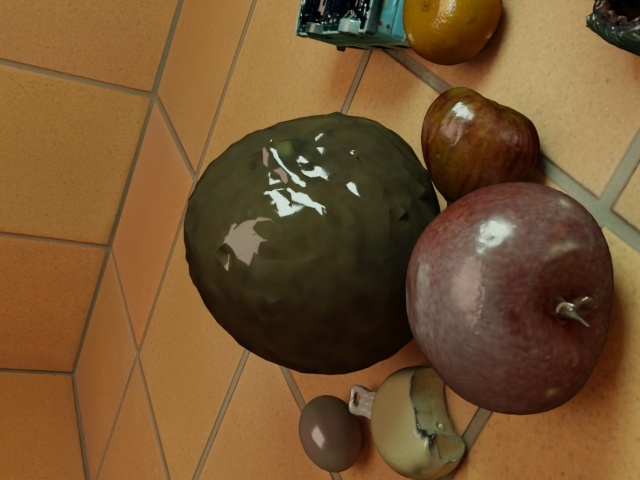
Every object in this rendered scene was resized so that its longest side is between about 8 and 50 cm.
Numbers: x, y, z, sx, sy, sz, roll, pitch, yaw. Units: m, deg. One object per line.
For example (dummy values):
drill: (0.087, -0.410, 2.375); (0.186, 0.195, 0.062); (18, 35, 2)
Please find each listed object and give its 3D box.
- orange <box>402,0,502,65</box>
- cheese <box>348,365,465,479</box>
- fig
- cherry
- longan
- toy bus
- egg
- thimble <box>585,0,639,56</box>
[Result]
orange: (0.195, -0.337, 1.094); (0.156, 0.124, 0.156); (11, 105, 49)
cheese: (0.113, 0.280, 1.115); (0.249, 0.070, 0.164); (-33, 53, 53)
fig: (0.210, -0.108, 0.988); (0.202, 0.149, 0.148); (84, 169, -47)
cherry: (0.208, 0.061, 0.865); (0.307, 0.221, 0.261); (-167, 84, -76)
longan: (0.000, 0.000, 1.091); (0.391, 0.390, 0.391); (-25, 61, 56)
toy bus: (0.080, -0.393, 1.267); (0.271, 0.164, 0.133); (27, 105, 60)
egg: (0.017, 0.323, 1.243); (0.103, 0.103, 0.135); (-59, 38, 34)
thimble: (0.366, -0.257, 0.796); (0.135, 0.090, 0.119); (35, 110, 61)
